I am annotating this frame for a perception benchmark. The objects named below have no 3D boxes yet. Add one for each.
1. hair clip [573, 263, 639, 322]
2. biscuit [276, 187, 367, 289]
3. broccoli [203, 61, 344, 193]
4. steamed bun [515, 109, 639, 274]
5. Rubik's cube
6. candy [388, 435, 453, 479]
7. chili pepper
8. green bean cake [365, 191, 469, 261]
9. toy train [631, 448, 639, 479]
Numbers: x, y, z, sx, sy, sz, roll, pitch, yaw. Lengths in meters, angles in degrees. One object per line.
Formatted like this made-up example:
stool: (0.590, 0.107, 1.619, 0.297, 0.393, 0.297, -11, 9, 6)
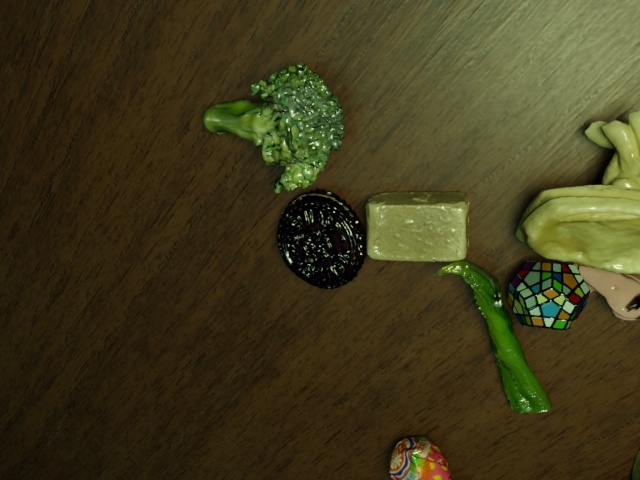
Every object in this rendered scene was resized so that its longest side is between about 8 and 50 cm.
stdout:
hair clip: (0.506, 0.069, 0.933, 0.138, 0.102, 0.123, 44, 120, 35)
biscuit: (0.000, 0.000, 1.040, 0.194, 0.053, 0.195, 11, 114, 27)
broccoli: (-0.076, -0.183, 0.972, 0.274, 0.177, 0.199, -13, 108, 43)
steamed bun: (0.519, -0.068, 0.800, 0.427, 0.189, 0.247, 9, 154, 22)
Rubik's cube: (0.385, 0.093, 0.934, 0.133, 0.112, 0.133, 7, 113, 17)
candy: (0.306, 0.528, 1.132, 0.365, 0.124, 0.124, 29, 116, -2)
chili pepper: (0.319, 0.172, 0.996, 0.084, 0.076, 0.359, -11, 117, 46)
green bean cake: (0.172, -0.025, 0.975, 0.179, 0.085, 0.109, 0, 112, 18)
toy train: (0.696, 0.481, 0.969, 0.307, 0.126, 0.190, 12, 113, 14)
